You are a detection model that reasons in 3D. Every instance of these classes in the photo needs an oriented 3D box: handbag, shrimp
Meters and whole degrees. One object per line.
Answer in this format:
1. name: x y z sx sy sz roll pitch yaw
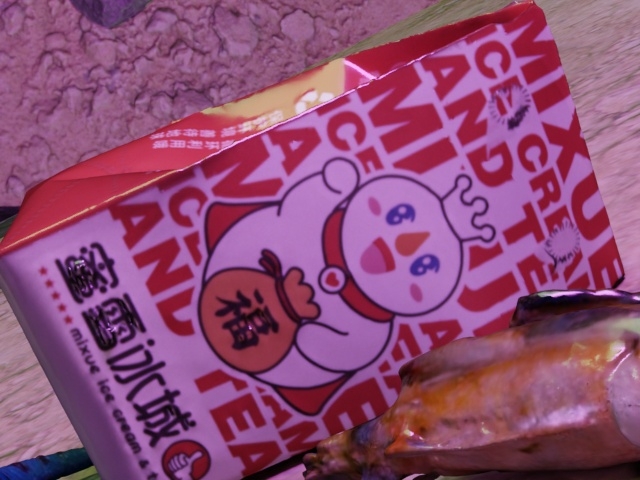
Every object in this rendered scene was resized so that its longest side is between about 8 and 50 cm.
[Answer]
1. handbag: 0.000 0.000 0.839 0.298 0.171 0.151 -24 14 5
2. shrimp: 0.114 0.047 0.681 0.254 0.059 0.145 -17 11 34

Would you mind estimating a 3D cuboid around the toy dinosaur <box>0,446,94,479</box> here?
1. toy dinosaur: -0.195 0.153 0.820 0.144 0.076 0.329 -14 3 16
